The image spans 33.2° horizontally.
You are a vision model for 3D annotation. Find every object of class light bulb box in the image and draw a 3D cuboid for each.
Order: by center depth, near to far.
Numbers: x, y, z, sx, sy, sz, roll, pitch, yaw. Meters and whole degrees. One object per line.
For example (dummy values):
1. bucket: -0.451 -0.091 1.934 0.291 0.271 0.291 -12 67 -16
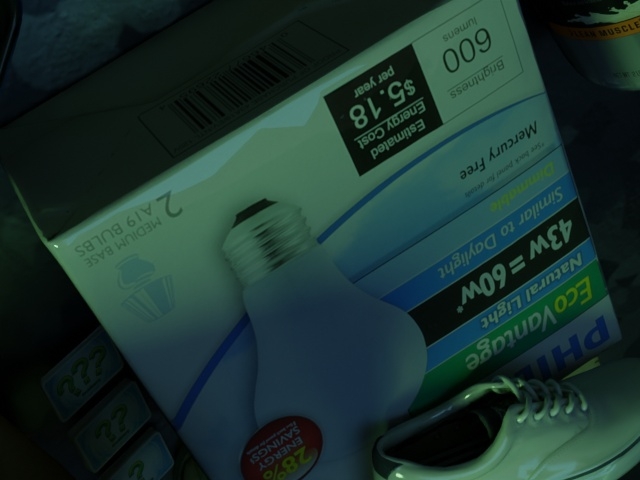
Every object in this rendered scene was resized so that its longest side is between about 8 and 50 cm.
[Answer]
1. light bulb box: 0.000 0.000 0.852 0.357 0.225 0.361 -33 124 -8

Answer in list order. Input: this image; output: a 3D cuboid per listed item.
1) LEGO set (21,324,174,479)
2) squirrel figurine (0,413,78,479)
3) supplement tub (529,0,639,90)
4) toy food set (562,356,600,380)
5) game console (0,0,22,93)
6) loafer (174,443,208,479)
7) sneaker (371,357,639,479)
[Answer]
1. LEGO set: -0.224 0.216 0.897 0.244 0.060 0.183 -44 134 -32
2. squirrel figurine: -0.198 0.310 0.706 0.396 0.281 0.371 0 131 -3
3. supplement tub: 0.216 -0.284 0.830 0.193 0.193 0.316 -44 125 0
4. toy food set: 0.221 0.087 1.127 0.132 0.038 0.192 -27 130 -3
5. game console: -0.357 -0.078 0.668 0.250 0.173 0.293 12 109 -31
6. loafer: -0.095 0.311 1.054 0.096 0.084 0.268 -14 121 -19
7. sneaker: 0.158 0.145 0.811 0.258 0.094 0.091 -24 129 -14
